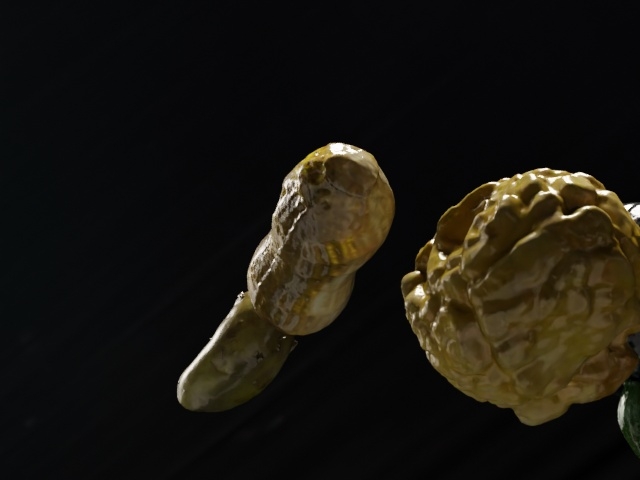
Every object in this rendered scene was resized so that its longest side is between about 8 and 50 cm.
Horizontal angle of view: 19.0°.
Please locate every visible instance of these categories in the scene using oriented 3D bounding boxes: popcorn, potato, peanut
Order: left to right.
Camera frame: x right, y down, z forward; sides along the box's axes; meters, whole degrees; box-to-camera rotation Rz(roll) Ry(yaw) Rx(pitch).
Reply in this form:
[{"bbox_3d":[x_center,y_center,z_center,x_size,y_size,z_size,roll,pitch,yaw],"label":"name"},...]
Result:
[{"bbox_3d":[-0.074,0.109,1.759,0.070,0.138,0.091,40,21,14],"label":"potato"},{"bbox_3d":[0.000,0.000,1.420,0.087,0.087,0.207,55,-30,20],"label":"peanut"},{"bbox_3d":[0.148,0.038,1.320,0.180,0.180,0.170,54,-7,14],"label":"popcorn"}]

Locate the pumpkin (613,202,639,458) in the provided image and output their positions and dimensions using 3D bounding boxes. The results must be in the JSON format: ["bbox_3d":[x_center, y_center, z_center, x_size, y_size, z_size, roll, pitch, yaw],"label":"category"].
[{"bbox_3d":[0.306,0.088,1.726,0.248,0.248,0.248,51,7,-9],"label":"pumpkin"}]
